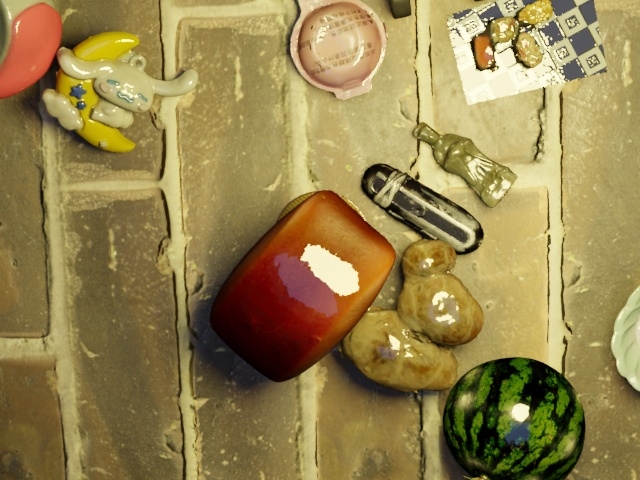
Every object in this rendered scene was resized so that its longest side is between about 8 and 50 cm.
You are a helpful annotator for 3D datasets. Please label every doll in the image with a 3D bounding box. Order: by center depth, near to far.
[{"bbox_3d":[-0.396,-0.287,1.791,0.252,0.111,0.237,30,104,-25],"label":"doll"}]

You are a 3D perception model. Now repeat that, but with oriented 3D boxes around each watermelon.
[{"bbox_3d":[0.367,0.349,1.749,0.269,0.269,0.268,1,97,4],"label":"watermelon"}]

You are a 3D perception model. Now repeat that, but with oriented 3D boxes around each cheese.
[{"bbox_3d":[0.022,-0.410,1.773,0.189,0.074,0.285,-20,91,6],"label":"cheese"}]

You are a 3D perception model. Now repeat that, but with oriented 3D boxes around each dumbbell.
[{"bbox_3d":[0.219,-0.481,1.736,0.191,0.100,0.100,-11,96,5],"label":"dumbbell"}]

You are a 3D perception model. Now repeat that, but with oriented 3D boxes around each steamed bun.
[{"bbox_3d":[-0.050,0.105,1.700,0.235,0.248,0.379,43,128,0],"label":"steamed bun"}]

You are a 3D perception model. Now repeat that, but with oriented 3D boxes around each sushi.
[{"bbox_3d":[0.392,-0.381,1.762,0.280,0.043,0.192,-13,95,6],"label":"sushi"}]

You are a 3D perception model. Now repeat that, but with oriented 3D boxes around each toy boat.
[{"bbox_3d":[0.666,0.150,1.774,0.199,0.100,0.290,26,99,1],"label":"toy boat"}]

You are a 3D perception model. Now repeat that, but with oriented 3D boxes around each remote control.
[{"bbox_3d":[0.197,-0.060,1.803,0.266,0.066,0.090,32,95,0],"label":"remote control"}]

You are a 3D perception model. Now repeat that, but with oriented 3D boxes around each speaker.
[{"bbox_3d":[-0.624,-0.400,1.728,0.294,0.294,0.294,1,97,4],"label":"speaker"}]

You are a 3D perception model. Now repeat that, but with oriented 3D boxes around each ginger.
[{"bbox_3d":[0.191,0.153,1.782,0.245,0.155,0.304,36,98,6],"label":"ginger"}]

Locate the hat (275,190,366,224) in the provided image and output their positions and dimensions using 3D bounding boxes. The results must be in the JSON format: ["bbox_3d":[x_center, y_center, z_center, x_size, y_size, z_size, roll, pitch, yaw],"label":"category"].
[{"bbox_3d":[0.000,0.000,1.819,0.193,0.082,0.193,0,97,3],"label":"hat"}]

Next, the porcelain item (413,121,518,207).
[{"bbox_3d":[0.274,-0.158,1.792,0.216,0.069,0.081,39,103,4],"label":"porcelain item"}]
